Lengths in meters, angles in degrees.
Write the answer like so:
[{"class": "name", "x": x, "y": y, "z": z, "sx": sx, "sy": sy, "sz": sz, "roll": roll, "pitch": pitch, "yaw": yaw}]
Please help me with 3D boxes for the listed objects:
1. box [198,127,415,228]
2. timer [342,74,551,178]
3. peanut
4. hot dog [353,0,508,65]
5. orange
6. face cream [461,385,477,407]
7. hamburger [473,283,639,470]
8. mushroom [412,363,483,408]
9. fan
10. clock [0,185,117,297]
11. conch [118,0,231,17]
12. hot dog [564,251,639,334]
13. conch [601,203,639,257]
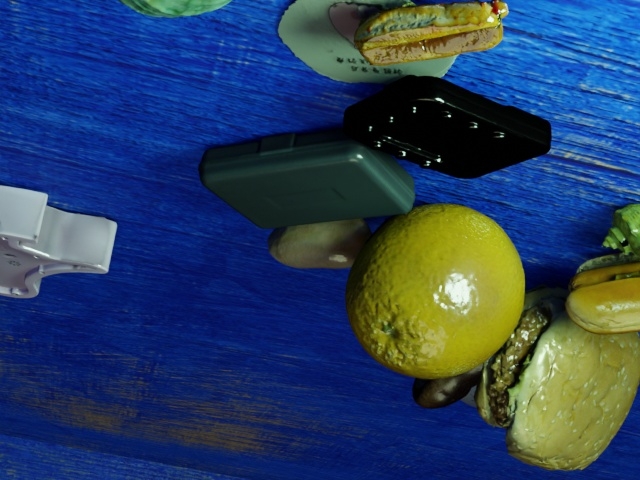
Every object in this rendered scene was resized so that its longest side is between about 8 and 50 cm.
[{"class": "box", "x": -0.015, "y": -0.071, "z": 1.350, "sx": 0.230, "sy": 0.050, "sz": 0.160, "roll": -6, "pitch": 153, "yaw": 30}, {"class": "timer", "x": 0.133, "y": -0.121, "z": 1.176, "sx": 0.187, "sy": 0.055, "sz": 0.144, "roll": 17, "pitch": 160, "yaw": -32}, {"class": "peanut", "x": 0.000, "y": 0.000, "z": 1.481, "sx": 0.152, "sy": 0.076, "sz": 0.076, "roll": -2, "pitch": 155, "yaw": 22}, {"class": "hot dog", "x": 0.100, "y": -0.192, "z": 1.015, "sx": 0.144, "sy": 0.038, "sz": 0.062, "roll": -6, "pitch": 150, "yaw": 22}, {"class": "orange", "x": 0.143, "y": 0.062, "z": 1.384, "sx": 0.236, "sy": 0.236, "sz": 0.236, "roll": 7, "pitch": 157, "yaw": 3}, {"class": "face cream", "x": 0.368, "y": 0.243, "z": 1.932, "sx": 0.144, "sy": 0.071, "sz": 0.291, "roll": 27, "pitch": 152, "yaw": -37}, {"class": "hamburger", "x": 0.346, "y": 0.201, "z": 1.604, "sx": 0.283, "sy": 0.259, "sz": 0.144, "roll": 18, "pitch": -171, "yaw": -40}, {"class": "mushroom", "x": 0.160, "y": 0.136, "z": 1.695, "sx": 0.217, "sy": 0.148, "sz": 0.227, "roll": 34, "pitch": 124, "yaw": -9}, {"class": "fan", "x": 0.036, "y": -0.220, "z": 1.026, "sx": 0.182, "sy": 0.010, "sz": 0.310, "roll": 4, "pitch": 158, "yaw": 11}, {"class": "clock", "x": -0.435, "y": 0.006, "z": 1.651, "sx": 0.290, "sy": 0.080, "sz": 0.275, "roll": 4, "pitch": 157, "yaw": 14}, {"class": "conch", "x": -0.114, "y": -0.252, "z": 0.870, "sx": 0.188, "sy": 0.122, "sz": 0.176, "roll": 7, "pitch": 133, "yaw": -4}, {"class": "hot dog", "x": 0.472, "y": 0.047, "z": 1.381, "sx": 0.337, "sy": 0.100, "sz": 0.135, "roll": -6, "pitch": -162, "yaw": 27}, {"class": "conch", "x": 0.396, "y": -0.008, "z": 1.336, "sx": 0.121, "sy": 0.074, "sz": 0.089, "roll": -16, "pitch": 142, "yaw": 9}]
